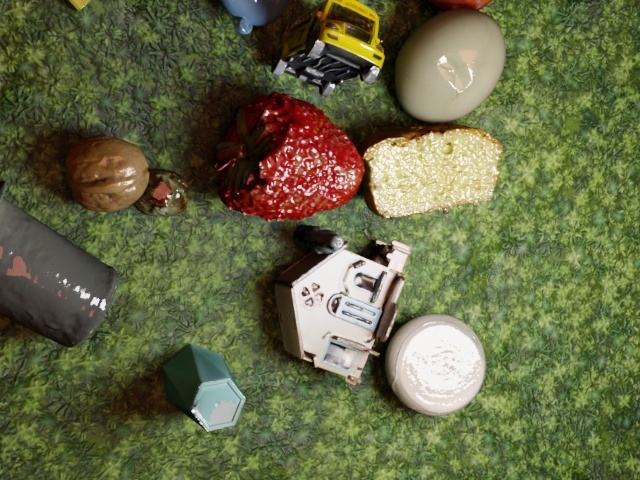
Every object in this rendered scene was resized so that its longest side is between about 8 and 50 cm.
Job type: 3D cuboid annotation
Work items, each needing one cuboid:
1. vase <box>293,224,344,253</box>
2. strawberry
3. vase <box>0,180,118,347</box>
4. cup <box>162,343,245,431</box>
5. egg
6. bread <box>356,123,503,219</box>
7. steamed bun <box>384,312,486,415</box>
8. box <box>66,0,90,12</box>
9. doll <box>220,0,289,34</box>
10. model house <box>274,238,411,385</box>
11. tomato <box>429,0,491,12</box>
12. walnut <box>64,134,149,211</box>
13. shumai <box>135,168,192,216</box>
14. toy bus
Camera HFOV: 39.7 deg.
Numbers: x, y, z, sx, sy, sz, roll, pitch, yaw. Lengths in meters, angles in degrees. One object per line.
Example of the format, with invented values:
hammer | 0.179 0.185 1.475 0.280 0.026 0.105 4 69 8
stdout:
vase | 0.000 0.000 1.872 0.059 0.211 0.060 -1 94 -19
strawberry | -0.073 -0.159 1.824 0.257 0.261 0.261 15 89 -40
vase | -0.547 0.065 1.675 0.291 0.245 0.245 36 83 -24
cup | -0.237 0.300 1.803 0.148 0.235 0.134 20 86 -18
egg | 0.280 -0.379 1.932 0.219 0.219 0.269 35 100 -19
bread | 0.218 -0.159 1.958 0.339 0.179 0.195 -10 100 -21
steamed bun | 0.256 0.281 2.027 0.231 0.145 0.232 0 88 -8
box | -0.420 -0.630 1.753 0.335 0.047 0.187 -44 108 -10
doll | -0.123 -0.571 1.815 0.177 0.141 0.314 19 82 -46
model house | 0.030 0.121 1.920 0.244 0.169 0.326 23 88 -18
tomato | 0.310 -0.610 1.944 0.231 0.188 0.232 -1 94 -17
walnut | -0.420 -0.130 1.745 0.166 0.149 0.167 -3 119 -5
shumai | -0.318 -0.097 1.815 0.123 0.087 0.099 -1 94 -21
toy bus | 0.018 -0.393 1.783 0.144 0.330 0.152 20 85 -21
